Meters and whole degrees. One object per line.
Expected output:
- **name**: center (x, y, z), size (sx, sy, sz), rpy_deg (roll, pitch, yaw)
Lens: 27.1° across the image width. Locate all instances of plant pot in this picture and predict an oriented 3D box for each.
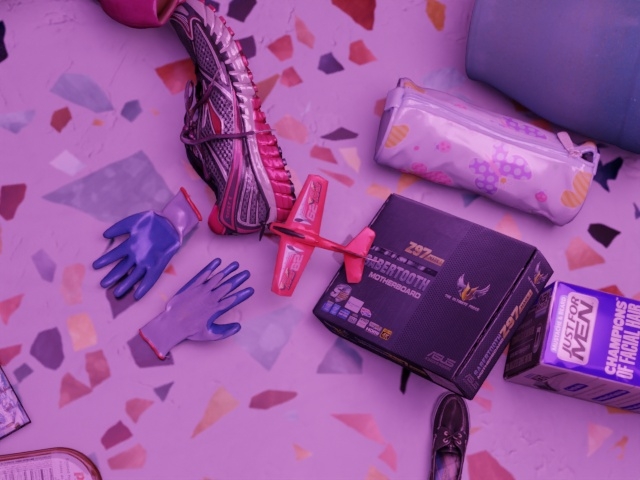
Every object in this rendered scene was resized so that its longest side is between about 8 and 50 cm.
- **plant pot**: center (0.318, -0.257, 1.607), size (0.255, 0.272, 0.272), rpy_deg (15, 77, 12)

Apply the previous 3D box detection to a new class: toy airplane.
- **toy airplane**: center (0.000, 0.000, 1.568), size (0.151, 0.028, 0.151), rpy_deg (0, 88, 7)

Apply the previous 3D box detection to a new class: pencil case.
- **pencil case**: center (0.201, -0.108, 1.627), size (0.273, 0.124, 0.114), rpy_deg (18, 78, 0)

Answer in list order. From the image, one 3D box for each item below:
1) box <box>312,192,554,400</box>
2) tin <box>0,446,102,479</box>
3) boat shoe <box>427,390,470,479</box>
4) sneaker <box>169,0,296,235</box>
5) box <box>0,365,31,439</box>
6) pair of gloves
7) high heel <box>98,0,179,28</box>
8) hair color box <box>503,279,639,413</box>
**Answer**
- **box**: center (0.128, 0.060, 1.553), size (0.232, 0.059, 0.183), rpy_deg (25, 74, 40)
- **tin**: center (-0.347, 0.299, 1.539), size (0.189, 0.040, 0.106), rpy_deg (-8, 84, -7)
- **boat shoe**: center (0.155, 0.250, 1.591), size (0.049, 0.040, 0.142), rpy_deg (8, 78, -3)
- **sneaker**: center (-0.124, -0.152, 1.608), size (0.112, 0.121, 0.299), rpy_deg (-19, 82, -5)
- **box**: center (-0.414, 0.178, 1.561), size (0.094, 0.027, 0.137), rpy_deg (-29, 82, -11)
- **pair of gloves**: center (-0.175, 0.045, 1.585), size (0.159, 0.023, 0.198), rpy_deg (-38, 80, 13)
- **high heel**: center (-0.143, -0.421, 1.629), size (0.181, 0.127, 0.377), rpy_deg (32, 88, 39)
- **hair color box**: center (0.405, 0.147, 1.562), size (0.338, 0.185, 0.110), rpy_deg (13, 77, -3)
